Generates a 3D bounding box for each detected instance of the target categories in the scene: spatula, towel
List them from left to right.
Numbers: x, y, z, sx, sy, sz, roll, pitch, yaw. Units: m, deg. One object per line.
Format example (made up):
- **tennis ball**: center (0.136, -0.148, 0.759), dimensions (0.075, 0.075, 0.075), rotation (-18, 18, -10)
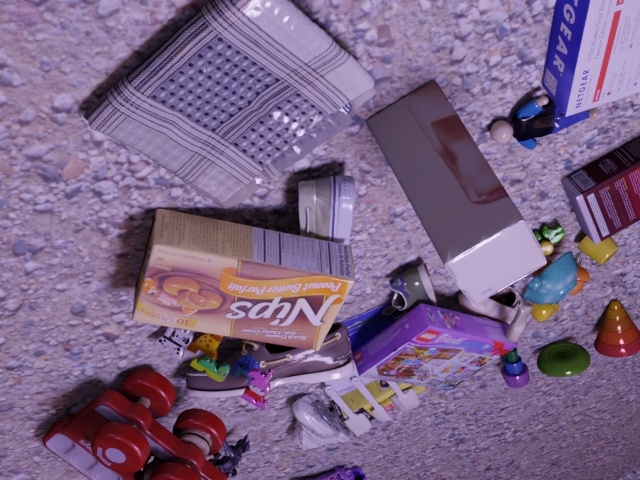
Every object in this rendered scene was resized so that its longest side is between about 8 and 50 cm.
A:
- **towel**: center (-0.105, -0.183, 1.299), dimensions (0.312, 0.056, 0.324), rotation (-37, 145, 16)
- **spatula**: center (0.113, 0.341, 2.062), dimensions (0.168, 0.019, 0.242), rotation (-24, 139, 8)

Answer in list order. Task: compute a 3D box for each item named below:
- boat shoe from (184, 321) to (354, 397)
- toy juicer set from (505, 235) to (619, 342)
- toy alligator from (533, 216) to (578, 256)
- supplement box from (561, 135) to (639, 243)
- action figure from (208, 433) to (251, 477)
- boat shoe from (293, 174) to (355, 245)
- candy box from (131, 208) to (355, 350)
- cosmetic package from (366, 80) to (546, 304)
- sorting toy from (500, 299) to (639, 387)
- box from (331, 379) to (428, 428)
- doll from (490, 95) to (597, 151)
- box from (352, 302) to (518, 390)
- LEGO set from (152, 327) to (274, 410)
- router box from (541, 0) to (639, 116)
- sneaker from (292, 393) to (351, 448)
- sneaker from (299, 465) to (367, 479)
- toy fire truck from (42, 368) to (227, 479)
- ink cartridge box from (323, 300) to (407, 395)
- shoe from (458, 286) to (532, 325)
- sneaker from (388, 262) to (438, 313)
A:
- **boat shoe**: center (-0.100, 0.225, 1.799), dimensions (0.324, 0.116, 0.097), rotation (-8, 101, -6)
- **toy juicer set**: center (0.453, 0.098, 1.946), dimensions (0.329, 0.089, 0.209), rotation (-30, 158, -32)
- **toy alligator**: center (0.441, -0.005, 1.886), dimensions (0.051, 0.056, 0.190), rotation (42, 106, -7)
- **supplement box**: center (0.587, -0.111, 1.782), dimensions (0.239, 0.073, 0.130), rotation (-29, 125, 5)
- **action figure**: center (-0.247, 0.453, 1.977), dimensions (0.164, 0.141, 0.275), rotation (-47, 167, 15)
- **boat shoe**: center (0.000, 0.000, 1.585), dimensions (0.094, 0.109, 0.302), rotation (5, 137, -1)
- **candy box**: center (-0.124, 0.067, 1.505), dimensions (0.316, 0.088, 0.183), rotation (10, 135, -15)
- **cosmetic package**: center (0.199, -0.074, 1.418), dimensions (0.129, 0.296, 0.153), rotation (-30, 146, 9)
- **sorting toy**: center (0.597, 0.235, 2.277), dimensions (0.365, 0.127, 0.126), rotation (-17, 115, -7)
- **box**: center (0.146, 0.338, 2.133), dimensions (0.232, 0.058, 0.087), rotation (-31, 142, 7)
- **doll**: center (0.371, -0.198, 1.586), dimensions (0.189, 0.046, 0.129), rotation (-18, 144, -12)
- **box**: center (0.236, 0.222, 1.938), dimensions (0.293, 0.057, 0.201), rotation (16, 135, -42)
- **LEGO set**: center (-0.170, 0.193, 1.696), dimensions (0.227, 0.087, 0.093), rotation (30, 106, 0)
- **router box**: center (0.500, -0.367, 1.414), dimensions (0.301, 0.082, 0.335), rotation (-18, 145, -10)
- **sneaker**: center (-0.019, 0.417, 2.110), dimensions (0.115, 0.090, 0.232), rotation (-28, 145, 10)
- **sneaker**: center (0.030, 0.617, 2.407), dimensions (0.236, 0.095, 0.104), rotation (10, 126, -46)
- **toy fire truck**: center (-0.334, 0.399, 1.760), dimensions (0.302, 0.169, 0.254), rotation (41, 127, -17)
- **ink cartridge box**: center (0.097, 0.226, 1.968), dimensions (0.223, 0.045, 0.224), rotation (-24, 145, -2)
- **shoe**: center (0.383, 0.133, 2.000), dimensions (0.219, 0.077, 0.058), rotation (12, 136, -39)
- **sneaker**: center (0.181, 0.113, 1.865), dimensions (0.086, 0.064, 0.192), rotation (-18, 145, 3)
